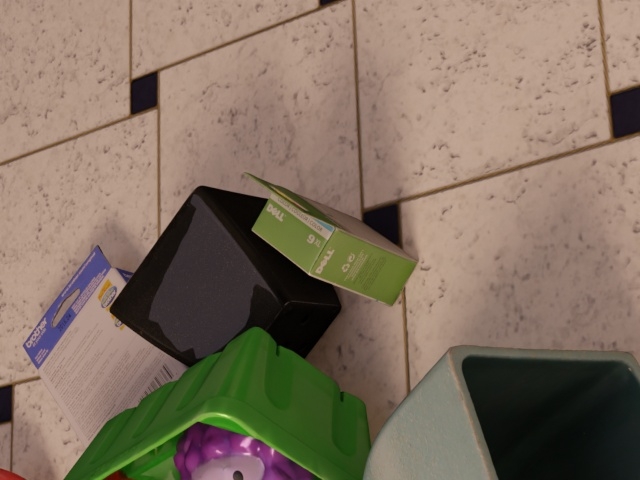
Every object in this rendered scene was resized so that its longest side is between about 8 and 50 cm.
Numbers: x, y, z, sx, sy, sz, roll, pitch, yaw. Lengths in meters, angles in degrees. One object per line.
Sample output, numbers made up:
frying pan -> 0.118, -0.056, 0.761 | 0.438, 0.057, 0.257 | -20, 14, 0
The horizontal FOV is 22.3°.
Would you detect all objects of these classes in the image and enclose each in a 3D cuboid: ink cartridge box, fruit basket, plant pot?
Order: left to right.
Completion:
ink cartridge box -> -0.245, 0.170, 2.037 | 0.186, 0.065, 0.311 | -53, 53, 15
fruit basket -> -0.119, 0.330, 1.712 | 0.392, 0.283, 0.392 | -42, 24, 24
plant pot -> -0.092, 0.068, 1.867 | 0.167, 0.188, 0.187 | 44, 107, 27
ink cartridge box -> 0.000, 0.000, 1.779 | 0.109, 0.209, 0.062 | 37, 100, 40
plant pot -> 0.175, 0.268, 1.547 | 0.252, 0.248, 0.247 | -43, 53, 42

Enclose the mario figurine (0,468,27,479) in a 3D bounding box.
mario figurine -> -0.405, 0.436, 2.017 | 0.198, 0.170, 0.320 | -17, 71, -2
